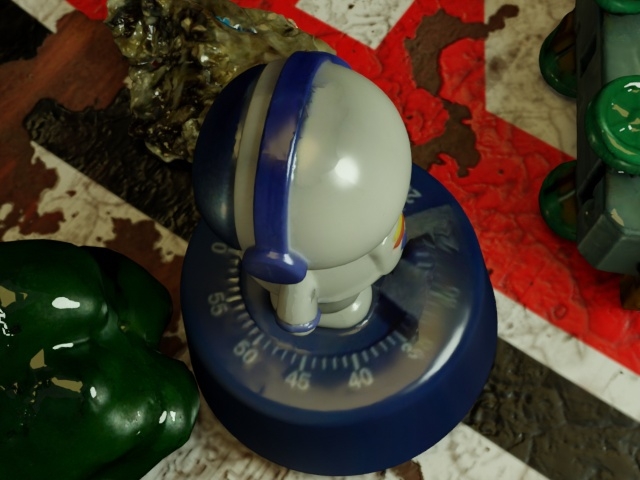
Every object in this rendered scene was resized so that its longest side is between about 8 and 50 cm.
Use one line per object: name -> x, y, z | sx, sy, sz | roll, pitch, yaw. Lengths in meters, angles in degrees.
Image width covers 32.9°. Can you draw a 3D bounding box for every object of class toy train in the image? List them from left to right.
toy train -> 0.330, -0.120, 0.931 | 0.249, 0.178, 0.429 | 6, 67, -1

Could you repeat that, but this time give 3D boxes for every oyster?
oyster -> -0.086, -0.165, 1.047 | 0.222, 0.083, 0.214 | -15, 67, -7

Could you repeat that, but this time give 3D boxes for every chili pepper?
chili pepper -> -0.238, 0.118, 0.842 | 0.256, 0.248, 0.233 | -21, 87, 11

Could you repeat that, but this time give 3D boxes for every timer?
timer -> 0.000, 0.000, 0.793 | 0.270, 0.383, 0.270 | -3, 65, 6
